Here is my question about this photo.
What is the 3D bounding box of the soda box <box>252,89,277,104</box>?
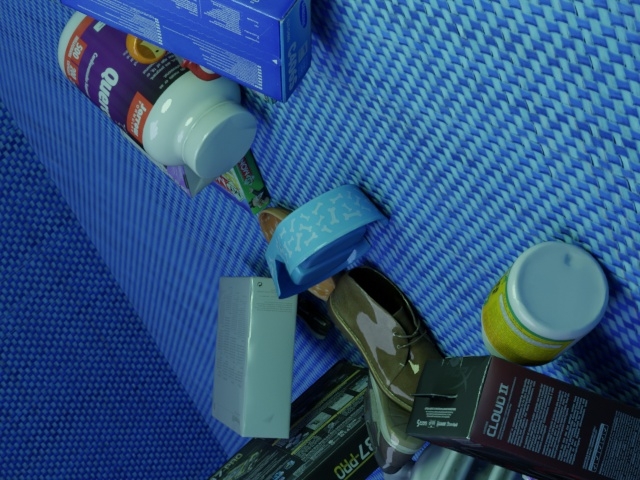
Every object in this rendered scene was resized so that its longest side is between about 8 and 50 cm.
[{"bbox_3d":[-0.079,-0.271,1.818,0.063,0.058,0.183,39,160,31],"label":"soda box"}]

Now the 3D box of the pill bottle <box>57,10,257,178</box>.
[{"bbox_3d":[-0.250,-0.240,2.100,0.323,0.181,0.181,42,161,25],"label":"pill bottle"}]

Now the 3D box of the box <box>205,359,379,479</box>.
[{"bbox_3d":[-0.021,0.390,2.464,0.097,0.395,0.318,55,162,-17],"label":"box"}]

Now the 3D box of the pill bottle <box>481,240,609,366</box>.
[{"bbox_3d":[0.258,0.085,1.610,0.117,0.117,0.208,47,163,10],"label":"pill bottle"}]

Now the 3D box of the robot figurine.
[{"bbox_3d":[0.242,0.436,2.233,0.300,0.200,0.353,29,157,11],"label":"robot figurine"}]

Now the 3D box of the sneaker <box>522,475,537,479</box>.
[{"bbox_3d":[0.305,0.287,1.970,0.236,0.095,0.104,46,156,-1],"label":"sneaker"}]

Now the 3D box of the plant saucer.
[{"bbox_3d":[-0.029,0.018,2.322,0.200,0.037,0.200,44,162,18],"label":"plant saucer"}]

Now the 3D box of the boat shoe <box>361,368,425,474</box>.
[{"bbox_3d":[0.111,0.276,2.220,0.103,0.092,0.285,26,-158,-16],"label":"boat shoe"}]

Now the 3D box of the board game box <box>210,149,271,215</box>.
[{"bbox_3d":[-0.224,-0.194,2.360,0.317,0.046,0.213,36,157,40],"label":"board game box"}]

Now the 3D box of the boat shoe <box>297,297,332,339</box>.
[{"bbox_3d":[-0.026,0.133,2.551,0.046,0.038,0.125,3,-142,-53],"label":"boat shoe"}]

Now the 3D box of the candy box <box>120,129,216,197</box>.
[{"bbox_3d":[-0.267,-0.190,2.275,0.196,0.070,0.165,42,160,25],"label":"candy box"}]

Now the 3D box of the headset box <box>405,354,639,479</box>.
[{"bbox_3d":[0.258,0.232,1.701,0.293,0.110,0.218,21,168,-14],"label":"headset box"}]

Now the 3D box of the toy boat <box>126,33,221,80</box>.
[{"bbox_3d":[-0.202,-0.298,1.891,0.151,0.151,0.231,58,164,6],"label":"toy boat"}]

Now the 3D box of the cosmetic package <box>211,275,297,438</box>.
[{"bbox_3d":[-0.129,0.212,2.548,0.377,0.097,0.284,175,101,-77],"label":"cosmetic package"}]

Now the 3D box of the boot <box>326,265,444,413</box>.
[{"bbox_3d":[0.131,0.168,2.136,0.305,0.112,0.115,47,149,14],"label":"boot"}]

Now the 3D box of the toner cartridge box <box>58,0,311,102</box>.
[{"bbox_3d":[-0.179,-0.310,1.692,0.348,0.075,0.165,25,154,14],"label":"toner cartridge box"}]

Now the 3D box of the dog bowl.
[{"bbox_3d":[0.000,0.000,2.025,0.074,0.166,0.297,60,165,9],"label":"dog bowl"}]
